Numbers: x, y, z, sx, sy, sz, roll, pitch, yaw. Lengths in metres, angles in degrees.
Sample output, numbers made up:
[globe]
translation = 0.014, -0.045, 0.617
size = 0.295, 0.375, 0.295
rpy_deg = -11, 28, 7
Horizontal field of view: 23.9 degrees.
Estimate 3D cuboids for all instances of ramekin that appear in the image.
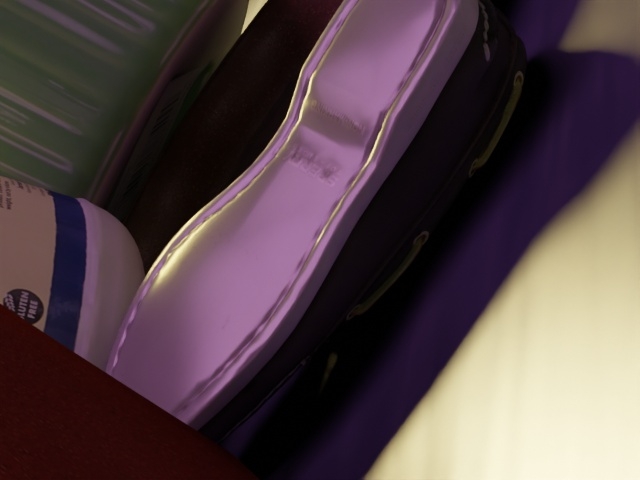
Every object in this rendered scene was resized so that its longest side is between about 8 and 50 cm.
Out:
[ramekin]
translation = -0.165, -0.081, 0.924
size = 0.303, 0.148, 0.303
rpy_deg = -62, -2, -3

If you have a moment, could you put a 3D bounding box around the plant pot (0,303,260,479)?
[plant pot]
translation = -0.132, 0.138, 0.383
size = 0.267, 0.267, 0.235
rpy_deg = -58, 28, -10

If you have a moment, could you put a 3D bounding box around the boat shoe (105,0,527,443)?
[boat shoe]
translation = 0.000, 0.000, 0.591
size = 0.228, 0.068, 0.081
rpy_deg = -54, 45, 5

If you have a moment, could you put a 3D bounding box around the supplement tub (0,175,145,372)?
[supplement tub]
translation = -0.263, 0.057, 0.663
size = 0.235, 0.324, 0.235
rpy_deg = -164, 90, -70

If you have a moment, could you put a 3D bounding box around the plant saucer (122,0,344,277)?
[plant saucer]
translation = -0.012, -0.065, 0.778
size = 0.310, 0.050, 0.311
rpy_deg = -48, 17, 20
